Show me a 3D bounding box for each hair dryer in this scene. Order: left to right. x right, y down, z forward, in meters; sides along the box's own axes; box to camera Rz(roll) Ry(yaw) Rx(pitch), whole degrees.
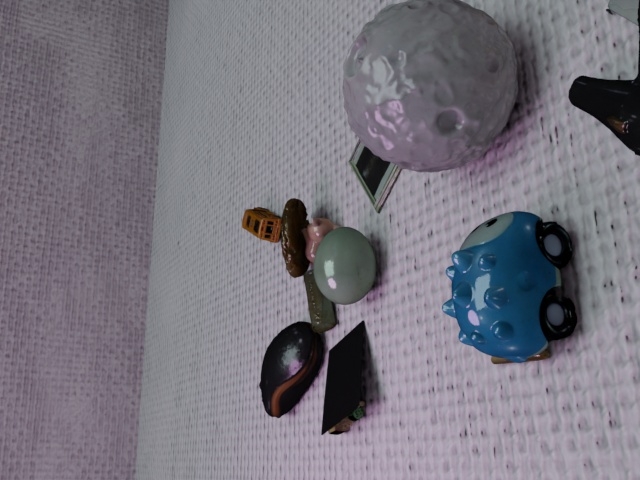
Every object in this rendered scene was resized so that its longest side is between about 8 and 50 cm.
[{"bbox_3d":[0.449,-0.299,1.050,0.303,0.120,0.359,-113,12,-63],"label":"hair dryer"}]

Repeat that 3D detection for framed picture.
[{"bbox_3d":[0.158,-0.247,1.811,0.293,0.018,0.231,-65,31,30],"label":"framed picture"}]

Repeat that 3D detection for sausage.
[{"bbox_3d":[0.345,0.200,1.295,0.132,0.024,0.024,-25,60,60],"label":"sausage"}]

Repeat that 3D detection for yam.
[{"bbox_3d":[-0.003,0.154,1.946,0.068,0.068,0.169,-52,39,44],"label":"yam"}]

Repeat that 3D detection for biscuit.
[{"bbox_3d":[-0.061,-0.007,2.019,0.226,0.042,0.225,-4,-90,-76],"label":"biscuit"}]

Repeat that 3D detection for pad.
[{"bbox_3d":[0.053,0.322,1.764,0.163,0.004,0.243,-47,25,41],"label":"pad"}]

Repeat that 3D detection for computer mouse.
[{"bbox_3d":[-0.099,0.347,2.026,0.182,0.116,0.323,-103,33,-45],"label":"computer mouse"}]

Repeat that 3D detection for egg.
[{"bbox_3d":[0.058,0.059,1.764,0.149,0.149,0.192,-42,38,51],"label":"egg"}]

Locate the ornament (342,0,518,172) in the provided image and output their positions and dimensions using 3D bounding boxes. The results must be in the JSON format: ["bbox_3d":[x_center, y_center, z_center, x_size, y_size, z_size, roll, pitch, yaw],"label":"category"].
[{"bbox_3d":[0.197,-0.297,1.427,0.337,0.337,0.336,-29,56,57],"label":"ornament"}]

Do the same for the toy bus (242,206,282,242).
[{"bbox_3d":[-0.188,-0.054,2.349,0.194,0.088,0.083,28,108,62],"label":"toy bus"}]

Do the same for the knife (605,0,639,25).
[{"bbox_3d":[0.522,-0.314,1.094,0.081,0.043,0.336,-63,30,30],"label":"knife"}]

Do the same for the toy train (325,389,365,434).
[{"bbox_3d":[0.057,0.406,1.771,0.138,0.050,0.087,-43,50,49],"label":"toy train"}]

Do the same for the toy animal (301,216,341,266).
[{"bbox_3d":[0.002,0.003,1.975,0.089,0.084,0.150,39,129,46],"label":"toy animal"}]

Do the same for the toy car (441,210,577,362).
[{"bbox_3d":[0.299,0.073,1.245,0.188,0.190,0.255,-23,60,60],"label":"toy car"}]
